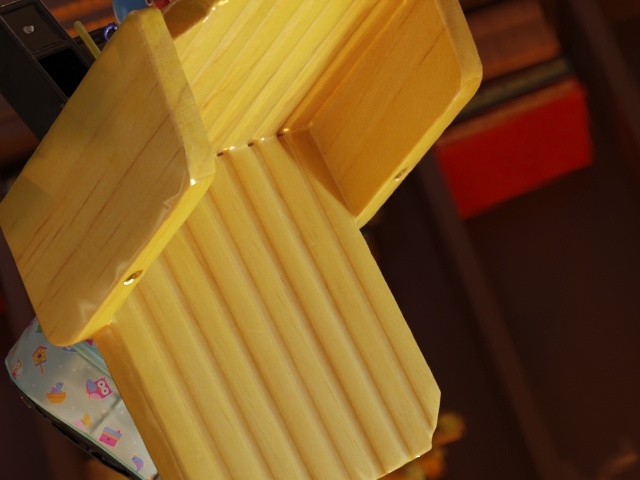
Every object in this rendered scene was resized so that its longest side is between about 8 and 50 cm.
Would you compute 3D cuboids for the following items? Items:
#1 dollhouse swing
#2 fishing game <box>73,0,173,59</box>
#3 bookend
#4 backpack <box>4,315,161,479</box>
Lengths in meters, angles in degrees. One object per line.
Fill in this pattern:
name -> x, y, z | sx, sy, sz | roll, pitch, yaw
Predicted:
dollhouse swing -> 0.000, 0.000, 1.467 | 0.305, 0.347, 0.315 | 52, -50, 15
fishing game -> -0.106, -0.224, 1.686 | 0.189, 0.264, 0.041 | 59, 26, 12
bookend -> -0.272, -0.201, 2.085 | 0.156, 0.157, 0.072 | 51, -45, 12
backpack -> -0.188, 0.124, 1.800 | 0.188, 0.144, 0.166 | 29, 9, -15
